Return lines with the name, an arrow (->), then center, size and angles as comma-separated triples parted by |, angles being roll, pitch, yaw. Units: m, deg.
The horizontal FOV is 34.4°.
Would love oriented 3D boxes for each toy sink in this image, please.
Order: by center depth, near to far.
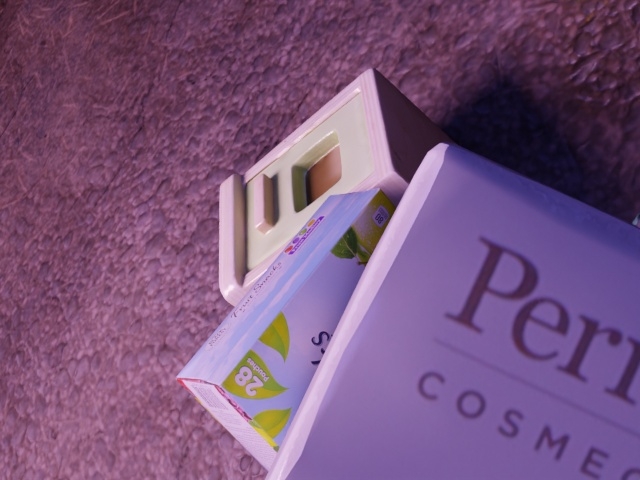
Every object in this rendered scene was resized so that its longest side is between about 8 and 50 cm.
toy sink -> 0.000, 0.000, 0.843 | 0.234, 0.131, 0.152 | -38, 32, 24

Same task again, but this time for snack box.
snack box -> 0.035, 0.099, 0.702 | 0.174, 0.207, 0.070 | -50, 22, -24

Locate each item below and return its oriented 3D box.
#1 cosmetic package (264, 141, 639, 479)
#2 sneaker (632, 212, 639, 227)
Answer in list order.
cosmetic package -> 0.105, 0.213, 0.460 | 0.330, 0.327, 0.393 | 25, 89, 4
sneaker -> 0.223, 0.003, 0.707 | 0.098, 0.083, 0.223 | 26, 91, 50
